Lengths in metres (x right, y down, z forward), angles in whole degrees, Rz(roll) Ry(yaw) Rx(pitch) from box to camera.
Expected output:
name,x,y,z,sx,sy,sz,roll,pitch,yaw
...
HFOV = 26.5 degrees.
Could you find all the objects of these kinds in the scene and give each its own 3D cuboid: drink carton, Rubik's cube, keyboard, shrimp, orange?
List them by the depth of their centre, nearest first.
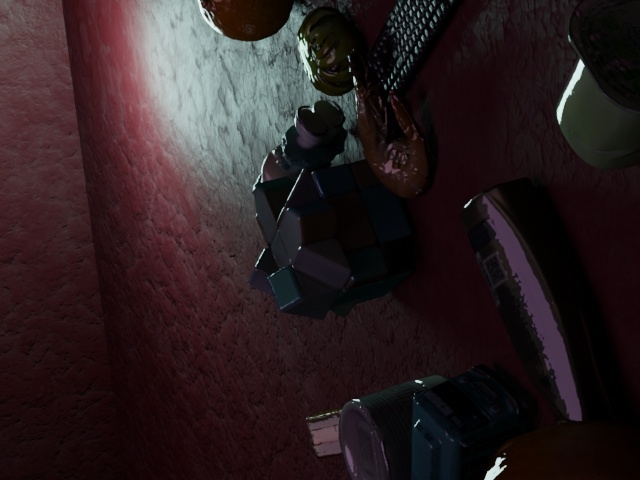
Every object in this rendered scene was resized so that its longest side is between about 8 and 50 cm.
name,x,y,z,sx,sy,sz,roll,pitch,yaw
drink carton,0.302,-0.150,1.327,0.142,0.144,0.146,106,144,-61
keyboard,0.120,-0.277,1.829,0.309,0.018,0.100,122,130,-61
shrimp,0.094,-0.161,1.882,0.133,0.053,0.236,27,140,58
Rubik's cube,0.000,0.000,2.027,0.265,0.213,0.224,129,123,-65
orange,-0.122,-0.404,2.160,0.177,0.155,0.177,178,90,-74

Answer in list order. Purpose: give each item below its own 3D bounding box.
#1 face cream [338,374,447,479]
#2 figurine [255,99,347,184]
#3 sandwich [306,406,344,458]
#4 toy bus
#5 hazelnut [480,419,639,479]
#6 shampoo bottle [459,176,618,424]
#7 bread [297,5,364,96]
name,x,y,z,sx,sy,sz,roll,pitch,yaw
face cream,0.127,0.300,1.991,0.177,0.153,0.177,44,141,52
figurine,-0.023,-0.125,2.138,0.110,0.138,0.245,51,146,14
sandwich,0.076,0.311,2.297,0.163,0.113,0.079,-19,83,33
toy bus,0.198,0.311,1.839,0.128,0.147,0.256,43,142,50
hazelnut,0.302,0.368,1.423,0.372,0.315,0.372,16,141,14
shampoo bottle,0.271,0.103,1.618,0.350,0.084,0.125,69,156,15
bread,0.011,-0.282,2.021,0.130,0.071,0.139,123,129,-67
